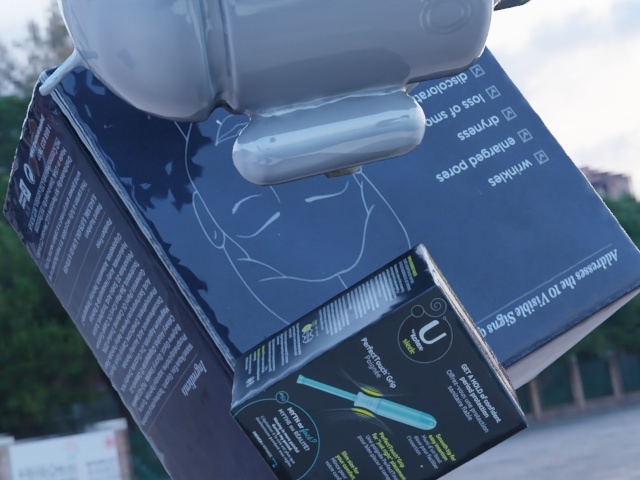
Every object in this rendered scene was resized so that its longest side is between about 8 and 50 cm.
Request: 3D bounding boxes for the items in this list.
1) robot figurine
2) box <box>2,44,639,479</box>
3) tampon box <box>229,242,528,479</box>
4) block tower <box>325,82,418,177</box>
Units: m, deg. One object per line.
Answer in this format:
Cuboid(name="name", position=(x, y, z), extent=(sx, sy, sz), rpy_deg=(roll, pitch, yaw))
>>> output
Cuboid(name="robot figurine", position=(-0.021, -0.190, 0.928), extent=(0.353, 0.300, 0.200), rpy_deg=(-12, -6, -7))
Cuboid(name="box", position=(0.000, 0.000, 1.506), extent=(0.480, 0.472, 0.297), rpy_deg=(-26, -16, -30))
Cuboid(name="tampon box", position=(0.037, 0.102, 0.965), extent=(0.161, 0.120, 0.101), rpy_deg=(-31, 14, 7))
Cuboid(name="block tower", position=(-0.066, -0.200, 1.084), extent=(0.097, 0.335, 0.091), rpy_deg=(-43, 8, -7))
